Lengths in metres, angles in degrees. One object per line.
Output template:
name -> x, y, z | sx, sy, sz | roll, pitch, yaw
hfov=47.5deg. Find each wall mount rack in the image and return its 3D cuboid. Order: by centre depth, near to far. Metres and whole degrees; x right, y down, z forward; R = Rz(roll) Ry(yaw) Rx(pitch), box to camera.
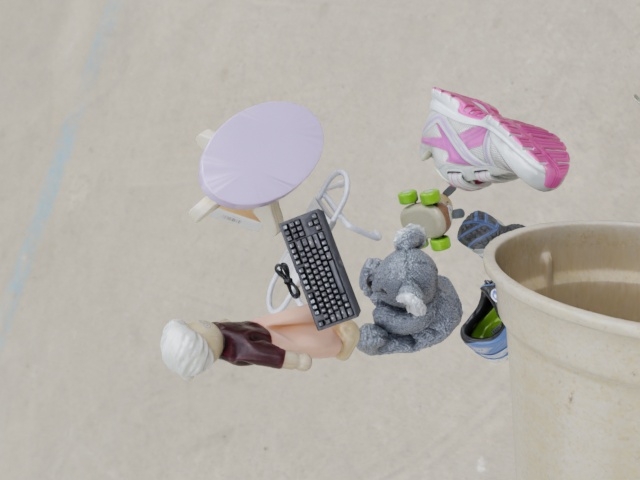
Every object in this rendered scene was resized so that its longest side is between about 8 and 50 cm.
wall mount rack -> 0.000, 0.000, 1.585 | 0.350, 0.130, 0.304 | -60, 28, 18

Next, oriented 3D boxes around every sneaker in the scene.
sneaker -> 0.214, -0.108, 0.931 | 0.252, 0.103, 0.111 | 48, 124, 55
sneaker -> 0.289, 0.018, 1.076 | 0.080, 0.081, 0.211 | -53, 28, 10
sneaker -> 0.416, 0.119, 1.484 | 0.330, 0.147, 0.130 | -50, 44, 19

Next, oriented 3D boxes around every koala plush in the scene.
koala plush -> 0.161, 0.085, 1.316 | 0.203, 0.221, 0.196 | 1, 56, 8

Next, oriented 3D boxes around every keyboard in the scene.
keyboard -> -0.016, 0.051, 1.141 | 0.108, 0.023, 0.180 | -21, 88, 15

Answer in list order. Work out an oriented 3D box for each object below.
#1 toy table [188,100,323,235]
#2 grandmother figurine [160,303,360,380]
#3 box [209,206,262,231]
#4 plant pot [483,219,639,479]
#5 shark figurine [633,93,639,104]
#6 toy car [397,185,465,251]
toy table -> -0.131, -0.137, 1.401 | 0.252, 0.274, 0.161 | 61, 149, 5
grandmother figurine -> -0.105, 0.155, 1.146 | 0.207, 0.342, 0.104 | 1, 89, 43
box -> -0.163, -0.124, 1.558 | 0.091, 0.130, 0.171 | 139, 148, -74
plant pot -> 0.327, 0.168, 0.754 | 0.333, 0.333, 0.306 | 17, 114, 42
shark figurine -> 0.767, -0.235, 1.586 | 0.116, 0.278, 0.166 | 106, 148, -41
toy car -> 0.316, -0.077, 1.910 | 0.149, 0.188, 0.155 | 4, 114, 50
